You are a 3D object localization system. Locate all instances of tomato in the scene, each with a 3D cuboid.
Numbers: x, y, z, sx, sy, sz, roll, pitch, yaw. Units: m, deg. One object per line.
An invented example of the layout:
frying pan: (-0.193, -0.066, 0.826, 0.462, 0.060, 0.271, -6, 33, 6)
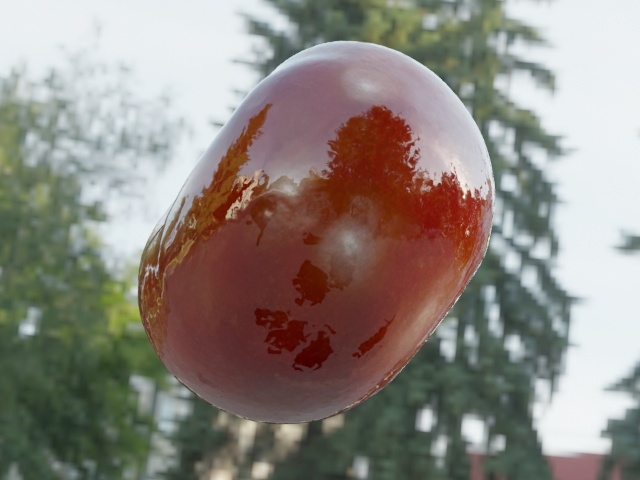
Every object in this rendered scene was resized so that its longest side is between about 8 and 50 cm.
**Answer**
tomato: (0.000, 0.000, 0.898, 0.136, 0.195, 0.195, 37, -19, -2)
